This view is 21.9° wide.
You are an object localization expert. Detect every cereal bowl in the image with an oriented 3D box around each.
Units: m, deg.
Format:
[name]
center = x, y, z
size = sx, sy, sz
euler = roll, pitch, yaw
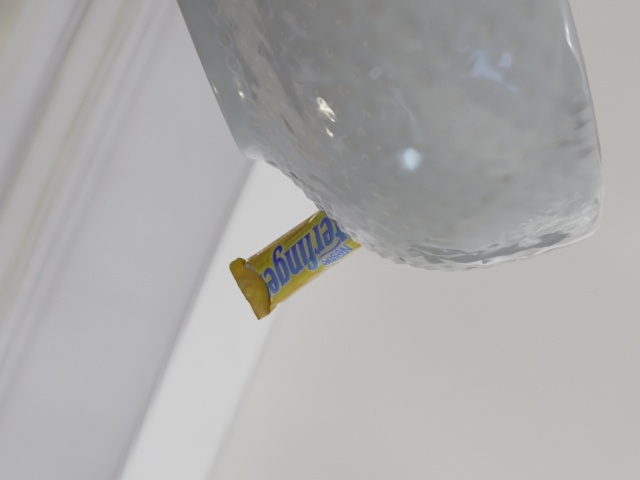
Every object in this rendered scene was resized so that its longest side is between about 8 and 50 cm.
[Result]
[cereal bowl]
center = 0.002, -0.135, 0.747
size = 0.141, 0.339, 0.339
euler = -22, -129, 0

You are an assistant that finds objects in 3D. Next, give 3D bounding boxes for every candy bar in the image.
[candy bar]
center = 0.000, 0.000, 0.969
size = 0.161, 0.018, 0.040
euler = -34, -97, 46
